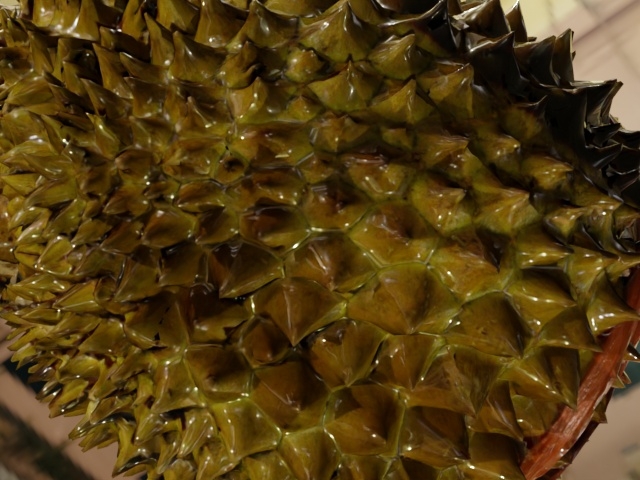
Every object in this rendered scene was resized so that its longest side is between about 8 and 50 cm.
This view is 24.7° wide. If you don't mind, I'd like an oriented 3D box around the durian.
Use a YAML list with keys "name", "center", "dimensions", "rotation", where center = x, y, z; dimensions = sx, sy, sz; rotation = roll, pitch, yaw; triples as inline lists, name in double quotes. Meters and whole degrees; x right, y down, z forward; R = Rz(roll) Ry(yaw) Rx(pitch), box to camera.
- name: "durian"
  center: [-0.003, -0.003, 0.743]
  dimensions: [0.384, 0.347, 0.347]
  rotation: [-2, -122, -36]
